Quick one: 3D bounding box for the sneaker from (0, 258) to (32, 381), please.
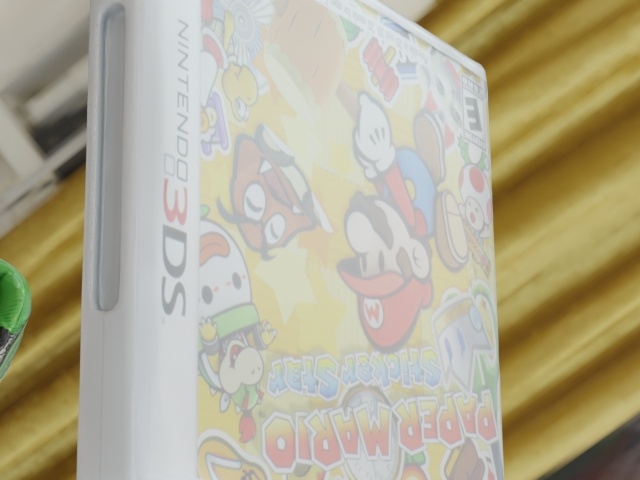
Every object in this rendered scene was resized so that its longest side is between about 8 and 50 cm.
[{"bbox_3d":[-0.299,0.092,0.971,0.134,0.146,0.343,40,35,8],"label":"sneaker"}]

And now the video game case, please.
[{"bbox_3d":[0.000,0.000,0.602,0.227,0.026,0.206,23,61,-53],"label":"video game case"}]
